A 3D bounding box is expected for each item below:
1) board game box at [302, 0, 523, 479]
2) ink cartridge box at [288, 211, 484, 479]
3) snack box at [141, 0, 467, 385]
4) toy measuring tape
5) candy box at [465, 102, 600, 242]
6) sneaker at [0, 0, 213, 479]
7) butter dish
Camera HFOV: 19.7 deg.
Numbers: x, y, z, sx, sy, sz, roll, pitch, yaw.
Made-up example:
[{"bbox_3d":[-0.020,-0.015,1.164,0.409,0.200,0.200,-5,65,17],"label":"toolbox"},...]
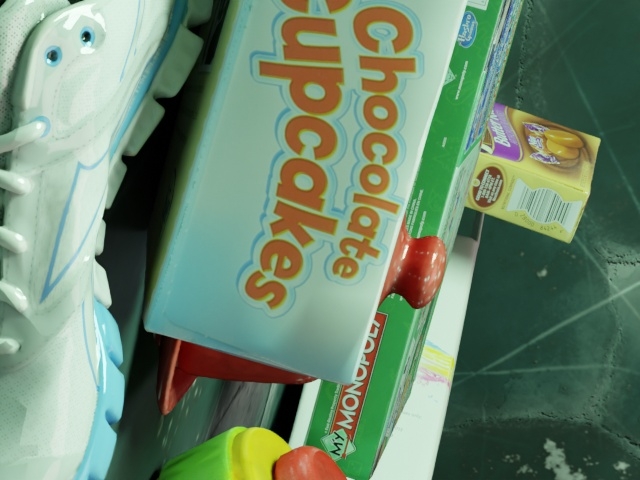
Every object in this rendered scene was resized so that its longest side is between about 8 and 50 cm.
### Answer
[{"bbox_3d":[0.064,-0.032,1.118,0.213,0.046,0.317,-45,150,-78],"label":"board game box"},{"bbox_3d":[0.048,0.123,1.549,0.207,0.119,0.353,98,6,-56],"label":"ink cartridge box"},{"bbox_3d":[-0.006,-0.072,0.597,0.322,0.060,0.187,-135,-119,-83],"label":"snack box"},{"bbox_3d":[-0.058,0.142,0.893,0.330,0.121,0.121,30,76,-66],"label":"toy measuring tape"},{"bbox_3d":[0.123,-0.071,1.460,0.109,0.186,0.053,-64,172,-61],"label":"candy box"},{"bbox_3d":[-0.077,-0.014,0.413,0.083,0.071,0.191,75,23,-67],"label":"sneaker"},{"bbox_3d":[0.000,0.000,0.851,0.160,0.118,0.160,-56,161,-69],"label":"butter dish"}]
